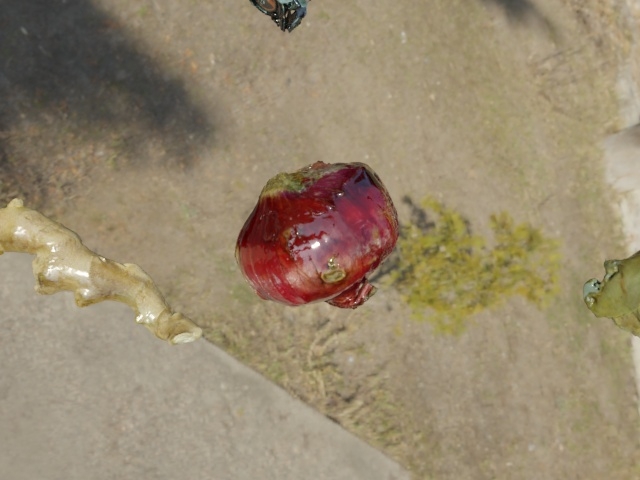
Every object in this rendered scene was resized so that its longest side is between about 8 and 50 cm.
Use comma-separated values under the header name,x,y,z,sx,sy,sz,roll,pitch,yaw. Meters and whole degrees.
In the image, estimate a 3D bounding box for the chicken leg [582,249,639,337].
name,x,y,z,sx,sy,sz,roll,pitch,yaw
chicken leg,0.550,0.038,1.072,0.152,0.429,0.201,-39,89,-32

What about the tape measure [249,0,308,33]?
name,x,y,z,sx,sy,sz,roll,pitch,yaw
tape measure,-0.053,-0.302,0.977,0.054,0.091,0.094,-44,92,-18

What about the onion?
name,x,y,z,sx,sy,sz,roll,pitch,yaw
onion,0.000,0.000,0.510,0.107,0.107,0.097,-34,96,-53

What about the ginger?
name,x,y,z,sx,sy,sz,roll,pitch,yaw
ginger,-0.267,0.045,0.952,0.288,0.075,0.089,33,77,-5
